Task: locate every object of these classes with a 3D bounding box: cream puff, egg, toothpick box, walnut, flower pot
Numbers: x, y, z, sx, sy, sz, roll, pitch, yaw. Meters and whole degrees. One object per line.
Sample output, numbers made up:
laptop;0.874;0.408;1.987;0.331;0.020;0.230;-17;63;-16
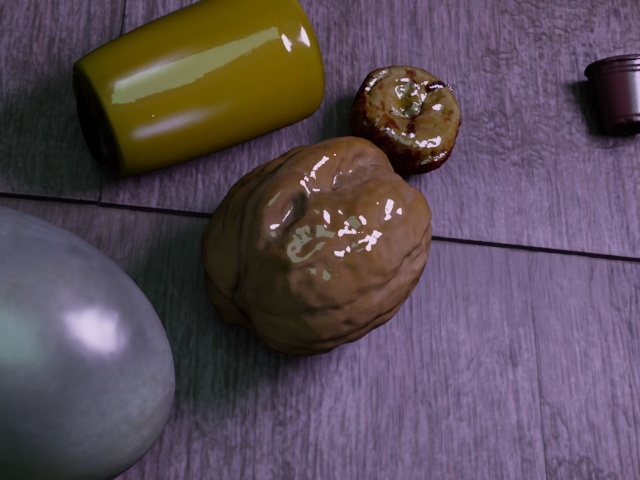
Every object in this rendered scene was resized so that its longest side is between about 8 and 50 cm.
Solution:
cream puff;0.105;-0.147;1.210;0.149;0.084;0.149;7;64;-14
egg;-0.306;0.100;0.909;0.352;0.258;0.258;30;63;-6
toothpick box;-0.147;-0.182;1.121;0.271;0.175;0.175;-25;74;-19
walnut;0.000;0.000;1.047;0.224;0.257;0.257;24;58;35
flower pot;0.412;-0.190;1.297;0.111;0.111;0.089;0;82;-13
